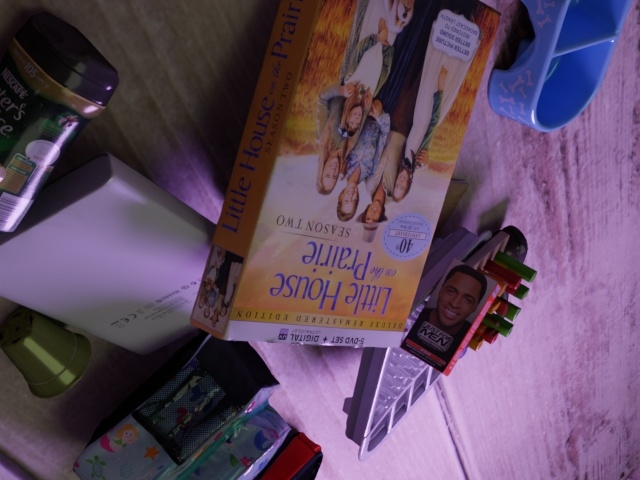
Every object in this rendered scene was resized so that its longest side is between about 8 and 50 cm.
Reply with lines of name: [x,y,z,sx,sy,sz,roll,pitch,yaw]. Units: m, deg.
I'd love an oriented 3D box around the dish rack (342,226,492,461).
dish rack: [0.132,0.143,1.474,0.285,0.072,0.333,-40,152,-39]

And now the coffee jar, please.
coffee jar: [-0.258,-0.103,0.862,0.184,0.096,0.079,-51,147,9]

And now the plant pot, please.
plant pot: [-0.304,0.115,1.068,0.083,0.083,0.079,-41,133,-5]

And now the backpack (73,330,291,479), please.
backpack: [-0.168,0.243,1.224,0.253,0.191,0.225,-36,173,0]

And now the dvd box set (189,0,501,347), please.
dvd box set: [0.039,-0.091,1.085,0.307,0.062,0.421,11,98,-49]

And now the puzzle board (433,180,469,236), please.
puzzle board: [0.147,-0.047,1.403,0.128,0.011,0.096,2,126,-45]

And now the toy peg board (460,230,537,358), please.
toy peg board: [0.240,0.095,1.447,0.160,0.079,0.161,-34,146,-48]

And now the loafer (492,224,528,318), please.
loafer: [0.256,0.071,1.589,0.078,0.080,0.220,-6,126,-29]

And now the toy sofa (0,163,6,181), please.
toy sofa: [-0.371,-0.132,0.641,0.177,0.150,0.363,-47,149,-25]

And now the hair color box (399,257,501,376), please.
hair color box: [0.174,0.102,1.324,0.141,0.072,0.043,-59,158,-4]

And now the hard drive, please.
hard drive: [-0.204,0.029,1.044,0.203,0.040,0.307,-27,148,16]

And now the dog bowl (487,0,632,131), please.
dog bowl: [0.320,-0.270,1.290,0.165,0.074,0.297,-20,140,-30]

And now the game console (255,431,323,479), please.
game console: [-0.129,0.501,1.511,0.342,0.060,0.387,-27,141,-64]

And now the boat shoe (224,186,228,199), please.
boat shoe: [-0.002,0.002,1.242,0.118,0.103,0.320,-59,149,4]
